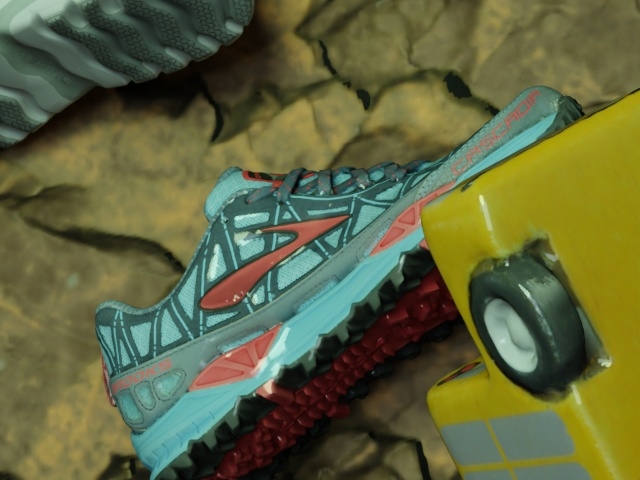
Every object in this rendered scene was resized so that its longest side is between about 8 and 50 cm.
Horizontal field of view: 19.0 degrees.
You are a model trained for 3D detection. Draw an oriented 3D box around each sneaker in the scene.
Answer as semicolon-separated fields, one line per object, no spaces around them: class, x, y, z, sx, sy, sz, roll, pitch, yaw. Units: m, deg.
sneaker;-0.158;-0.122;0.966;0.281;0.105;0.115;-13;57;20
sneaker;0.000;0.000;0.876;0.262;0.104;0.125;-38;67;6

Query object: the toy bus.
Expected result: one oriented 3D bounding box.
toy bus;0.144;0.116;0.717;0.108;0.130;0.332;-28;92;-25
